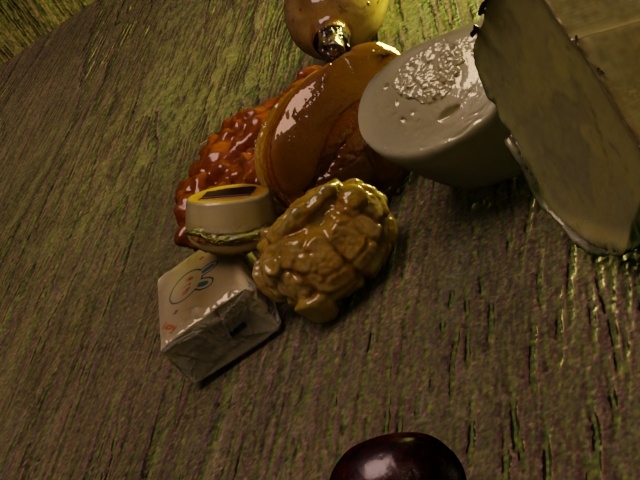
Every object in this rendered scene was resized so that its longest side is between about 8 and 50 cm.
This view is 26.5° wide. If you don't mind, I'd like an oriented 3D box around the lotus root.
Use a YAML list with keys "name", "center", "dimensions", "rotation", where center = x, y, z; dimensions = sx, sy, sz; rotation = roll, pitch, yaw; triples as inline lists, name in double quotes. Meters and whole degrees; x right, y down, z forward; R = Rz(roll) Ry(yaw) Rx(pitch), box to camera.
- name: "lotus root"
  center: [0.026, -0.393, 2.317]
  dimensions: [0.183, 0.183, 0.310]
  rotation: [-26, 34, 28]

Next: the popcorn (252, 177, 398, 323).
- name: "popcorn"
  center: [-0.002, 0.009, 1.705]
  dimensions: [0.194, 0.140, 0.163]
  rotation: [-31, 21, 22]

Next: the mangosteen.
- name: "mangosteen"
  center: [0.073, 0.244, 1.240]
  dimensions: [0.140, 0.140, 0.140]
  rotation: [-31, 26, 17]

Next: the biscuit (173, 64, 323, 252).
- name: "biscuit"
  center: [-0.080, -0.133, 2.083]
  dimensions: [0.312, 0.110, 0.318]
  rotation: [-31, 26, 21]

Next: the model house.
- name: "model house"
  center: [0.343, -0.172, 1.406]
  dimensions: [0.266, 0.321, 0.261]
  rotation: [-25, -16, -12]

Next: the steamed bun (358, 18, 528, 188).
- name: "steamed bun"
  center: [0.188, -0.149, 1.642]
  dimensions: [0.250, 0.200, 0.155]
  rotation: [-22, 60, 37]

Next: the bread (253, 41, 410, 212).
- name: "bread"
  center: [0.033, -0.143, 1.844]
  dimensions: [0.269, 0.195, 0.142]
  rotation: [-48, 16, -20]

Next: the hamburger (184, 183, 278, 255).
- name: "hamburger"
  center: [-0.118, -0.024, 1.795]
  dimensions: [0.126, 0.081, 0.141]
  rotation: [-8, 14, -8]

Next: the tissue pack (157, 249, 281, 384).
- name: "tissue pack"
  center: [-0.140, 0.082, 1.822]
  dimensions: [0.148, 0.092, 0.196]
  rotation: [-35, 24, 8]
